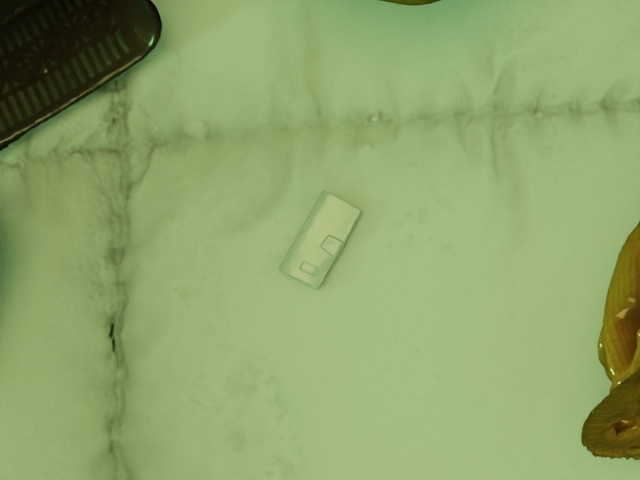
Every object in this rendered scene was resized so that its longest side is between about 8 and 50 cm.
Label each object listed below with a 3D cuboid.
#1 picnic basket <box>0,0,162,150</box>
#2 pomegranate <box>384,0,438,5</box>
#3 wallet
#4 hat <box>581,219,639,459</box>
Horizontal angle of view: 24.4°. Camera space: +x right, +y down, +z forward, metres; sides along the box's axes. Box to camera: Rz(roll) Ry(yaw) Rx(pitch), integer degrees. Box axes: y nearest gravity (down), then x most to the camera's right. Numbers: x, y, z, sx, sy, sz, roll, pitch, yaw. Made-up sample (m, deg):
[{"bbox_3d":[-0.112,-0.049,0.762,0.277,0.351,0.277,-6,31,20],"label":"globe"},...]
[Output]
[{"bbox_3d":[-0.314,-0.202,1.338,0.297,0.222,0.129,-31,57,5],"label":"picnic basket"},{"bbox_3d":[0.058,-0.338,1.242,0.307,0.307,0.307,-2,78,12],"label":"pomegranate"},{"bbox_3d":[0.000,0.000,1.319,0.044,0.011,0.083,28,85,16],"label":"wallet"},{"bbox_3d":[0.299,0.023,1.185,0.244,0.233,0.233,-35,52,33],"label":"hat"}]
